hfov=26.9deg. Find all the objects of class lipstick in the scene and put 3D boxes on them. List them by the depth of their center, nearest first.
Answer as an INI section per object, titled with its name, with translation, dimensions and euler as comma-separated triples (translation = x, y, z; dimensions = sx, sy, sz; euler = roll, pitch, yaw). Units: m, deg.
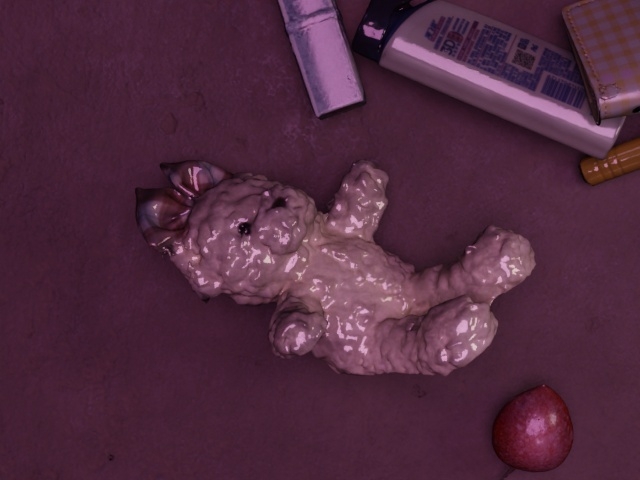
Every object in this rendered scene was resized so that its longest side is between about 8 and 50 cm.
[lipstick]
translation = -0.016, -0.308, 1.761
dimensions = 0.077, 0.076, 0.290
euler = -18, 91, 6

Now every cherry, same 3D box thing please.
[cherry]
translation = 0.272, 0.294, 1.769
dimensions = 0.107, 0.090, 0.225
euler = 6, 110, -12

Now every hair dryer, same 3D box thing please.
[hair dryer]
translation = 0.470, -0.144, 1.736
dimensions = 0.278, 0.135, 0.090
euler = -20, 133, 19

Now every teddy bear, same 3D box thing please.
[teddy bear]
translation = 0.000, 0.000, 1.659
dimensions = 0.362, 0.375, 0.327
euler = 49, 50, -17

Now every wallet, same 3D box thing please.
[wallet]
translation = 0.473, -0.257, 1.685
dimensions = 0.309, 0.077, 0.223
euler = -10, 52, 0

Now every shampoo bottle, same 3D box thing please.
[shampoo bottle]
translation = 0.226, -0.229, 1.740
dimensions = 0.359, 0.078, 0.134
euler = 24, 58, 5
